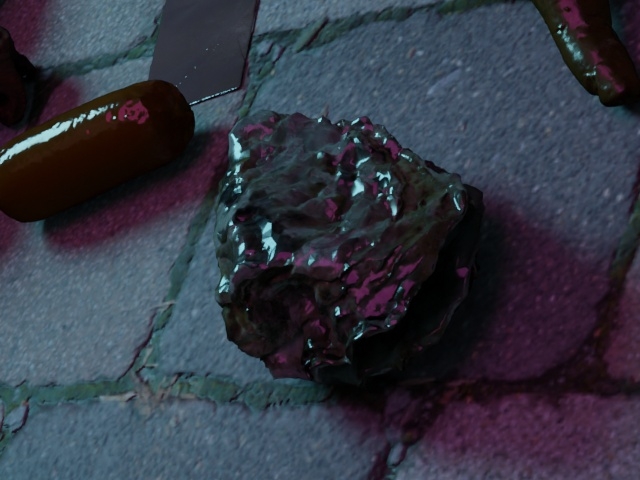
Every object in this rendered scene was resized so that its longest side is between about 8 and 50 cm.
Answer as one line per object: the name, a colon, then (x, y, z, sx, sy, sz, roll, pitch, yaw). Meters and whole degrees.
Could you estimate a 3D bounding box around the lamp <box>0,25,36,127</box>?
lamp: (-0.385, -0.105, 1.779, 0.215, 0.151, 0.223, -6, 52, 34)

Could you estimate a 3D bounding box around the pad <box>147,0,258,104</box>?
pad: (-0.099, -0.188, 1.705, 0.113, 0.006, 0.188, -16, 48, 32)

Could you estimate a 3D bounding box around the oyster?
oyster: (0.000, 0.000, 1.375, 0.268, 0.112, 0.198, 11, 66, 50)

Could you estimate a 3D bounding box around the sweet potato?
sweet potato: (0.147, -0.204, 1.448, 0.346, 0.079, 0.108, 44, 119, 50)

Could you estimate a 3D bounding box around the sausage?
sausage: (-0.188, -0.075, 1.635, 0.197, 0.076, 0.076, -22, 45, 27)
